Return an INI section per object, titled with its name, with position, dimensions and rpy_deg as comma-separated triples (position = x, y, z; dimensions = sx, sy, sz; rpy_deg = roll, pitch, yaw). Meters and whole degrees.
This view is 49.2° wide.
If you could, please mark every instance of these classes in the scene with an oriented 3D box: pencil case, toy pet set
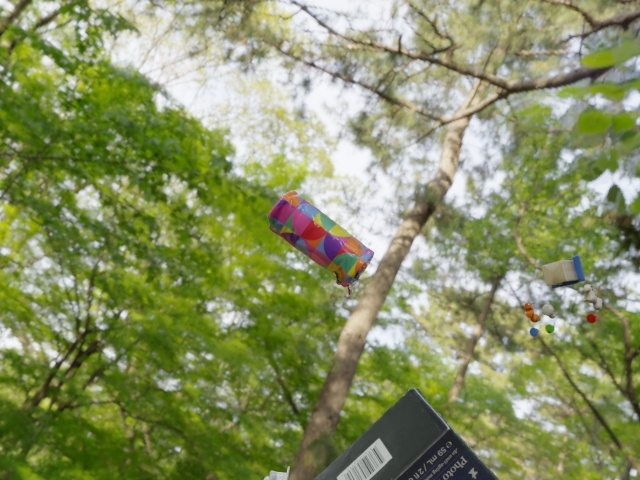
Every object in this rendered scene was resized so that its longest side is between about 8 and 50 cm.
[pencil case]
position = 0.000, 0.000, 1.430
dimensions = 0.236, 0.104, 0.104
rpy_deg = 39, -24, 7
[toy pet set]
position = 0.399, 0.089, 1.141
dimensions = 0.065, 0.114, 0.122
rpy_deg = 0, -16, -40

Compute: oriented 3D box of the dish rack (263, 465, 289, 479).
[dish rack]
position = -0.124, 0.670, 1.461
dimensions = 0.072, 0.333, 0.286
rpy_deg = 8, -48, 1

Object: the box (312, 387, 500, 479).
[box]
position = 0.171, 0.475, 1.200
dimensions = 0.294, 0.296, 0.183
rpy_deg = 48, -2, -17
